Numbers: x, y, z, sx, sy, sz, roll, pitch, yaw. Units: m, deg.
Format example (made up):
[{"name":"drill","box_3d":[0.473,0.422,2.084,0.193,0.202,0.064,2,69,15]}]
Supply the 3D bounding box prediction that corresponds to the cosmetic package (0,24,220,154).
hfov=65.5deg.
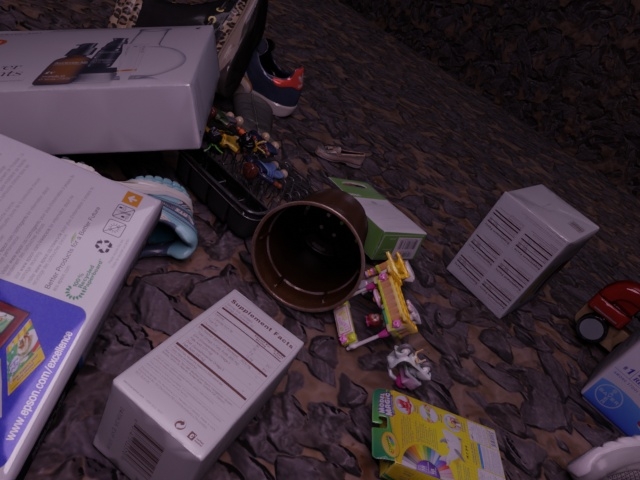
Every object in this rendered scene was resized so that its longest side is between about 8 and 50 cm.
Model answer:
[{"name":"cosmetic package","box_3d":[-0.353,-0.231,0.735,0.376,0.098,0.285,-3,35,-3]}]

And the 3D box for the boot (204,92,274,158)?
[{"name":"boot","box_3d":[-0.176,-0.270,1.073,0.189,0.076,0.209,26,36,-31]}]

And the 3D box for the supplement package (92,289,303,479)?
[{"name":"supplement package","box_3d":[-0.116,0.151,0.505,0.105,0.105,0.179,35,32,11]}]

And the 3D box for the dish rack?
[{"name":"dish rack","box_3d":[-0.106,-0.106,0.900,0.208,0.074,0.271,43,35,20]}]

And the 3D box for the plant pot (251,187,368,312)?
[{"name":"plant pot","box_3d":[0.000,0.000,0.768,0.166,0.167,0.165,31,24,3]}]

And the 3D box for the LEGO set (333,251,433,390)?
[{"name":"LEGO set","box_3d":[0.088,0.096,0.779,0.132,0.107,0.287,56,18,-24]}]

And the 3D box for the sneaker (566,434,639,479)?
[{"name":"sneaker","box_3d":[0.473,0.351,0.680,0.281,0.105,0.115,18,40,-12]}]

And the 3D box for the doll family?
[{"name":"doll family","box_3d":[-0.129,-0.155,0.810,0.192,0.076,0.111,31,11,12]}]

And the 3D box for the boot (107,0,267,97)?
[{"name":"boot","box_3d":[-0.277,-0.499,1.109,0.283,0.138,0.378,14,64,0]}]

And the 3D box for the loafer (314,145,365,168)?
[{"name":"loafer","box_3d":[0.048,-0.209,1.191,0.125,0.039,0.045,13,36,-23]}]

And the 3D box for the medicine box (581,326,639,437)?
[{"name":"medicine box","box_3d":[0.635,0.232,0.793,0.263,0.289,0.149,45,36,24]}]

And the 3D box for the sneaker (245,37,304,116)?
[{"name":"sneaker","box_3d":[-0.198,-0.454,1.242,0.349,0.148,0.131,25,32,-5]}]

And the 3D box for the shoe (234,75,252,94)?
[{"name":"shoe","box_3d":[-0.269,-0.378,1.166,0.218,0.077,0.058,18,58,-7]}]

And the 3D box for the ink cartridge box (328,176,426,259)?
[{"name":"ink cartridge box","box_3d":[0.096,-0.045,0.968,0.108,0.062,0.209,2,32,-35]}]

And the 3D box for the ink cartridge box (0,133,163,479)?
[{"name":"ink cartridge box","box_3d":[-0.351,0.026,0.456,0.307,0.072,0.304,22,54,-9]}]

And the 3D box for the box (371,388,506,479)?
[{"name":"box","box_3d":[0.138,0.257,0.612,0.179,0.043,0.105,26,33,-10]}]

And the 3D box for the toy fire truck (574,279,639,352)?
[{"name":"toy fire truck","box_3d":[0.647,0.145,0.943,0.217,0.246,0.158,46,26,25]}]

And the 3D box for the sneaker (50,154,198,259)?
[{"name":"sneaker","box_3d":[-0.281,-0.025,0.623,0.282,0.110,0.122,-2,47,-39]}]

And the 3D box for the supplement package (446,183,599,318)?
[{"name":"supplement package","box_3d":[0.403,0.017,0.997,0.194,0.203,0.149,-13,51,-45]}]
